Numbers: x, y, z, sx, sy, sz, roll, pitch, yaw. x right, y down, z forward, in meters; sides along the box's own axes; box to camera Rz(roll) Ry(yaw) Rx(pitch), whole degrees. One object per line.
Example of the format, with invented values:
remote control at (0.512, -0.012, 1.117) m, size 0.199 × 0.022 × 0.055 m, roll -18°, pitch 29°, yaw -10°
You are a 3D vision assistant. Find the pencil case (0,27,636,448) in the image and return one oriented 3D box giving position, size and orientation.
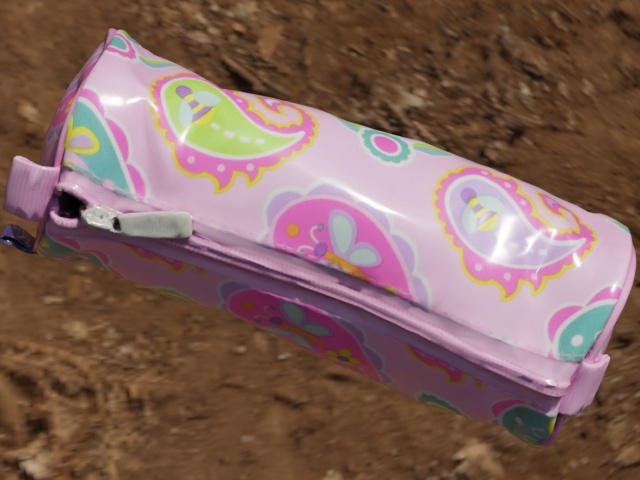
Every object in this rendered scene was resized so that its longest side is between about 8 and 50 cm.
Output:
pencil case at (0.000, 0.000, 0.850) m, size 0.284 × 0.124 × 0.124 m, roll 21°, pitch 95°, yaw -3°
